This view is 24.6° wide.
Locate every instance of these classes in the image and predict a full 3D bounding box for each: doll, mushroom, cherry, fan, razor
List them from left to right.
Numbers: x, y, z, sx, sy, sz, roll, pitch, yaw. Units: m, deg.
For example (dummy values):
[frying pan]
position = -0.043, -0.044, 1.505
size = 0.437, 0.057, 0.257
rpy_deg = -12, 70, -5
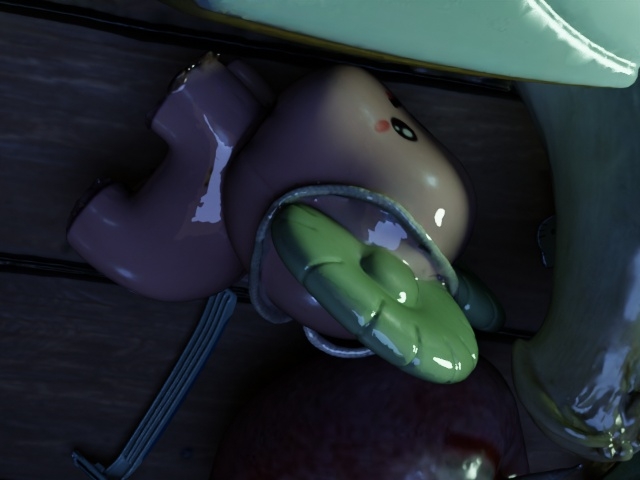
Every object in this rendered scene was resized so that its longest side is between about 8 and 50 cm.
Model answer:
[razor]
position = -0.116, 0.116, 1.128
size = 0.068, 0.037, 0.191
rpy_deg = 37, 100, 22
[doll]
position = 0.000, 0.000, 0.992
size = 0.268, 0.284, 0.216
rpy_deg = 41, 106, 8
[cherry]
position = 0.058, 0.183, 1.091
size = 0.285, 0.213, 0.236
rpy_deg = -12, 97, 21
[fan]
position = 0.193, -0.016, 1.143
size = 0.056, 0.004, 0.083
rpy_deg = -16, 114, -2
[mushroom]
position = 0.190, -0.054, 0.986
size = 0.177, 0.126, 0.397
rpy_deg = -10, 85, -1

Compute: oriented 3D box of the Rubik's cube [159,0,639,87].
[Rubik's cube]
position = 0.022, -0.298, 0.763
size = 0.347, 0.352, 0.351
rpy_deg = 3, 111, -39

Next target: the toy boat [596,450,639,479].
[toy boat]
position = 0.263, 0.207, 1.189
size = 0.089, 0.185, 0.071
rpy_deg = -38, 77, -26
